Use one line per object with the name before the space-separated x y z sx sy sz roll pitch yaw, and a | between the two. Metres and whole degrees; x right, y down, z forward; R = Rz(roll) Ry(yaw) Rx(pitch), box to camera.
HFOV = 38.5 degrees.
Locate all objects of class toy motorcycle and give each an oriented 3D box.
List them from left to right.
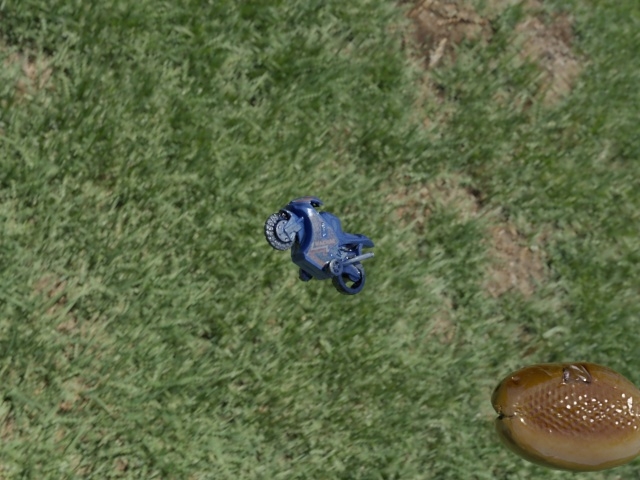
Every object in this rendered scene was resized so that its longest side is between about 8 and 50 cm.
toy motorcycle | 0.000 0.000 1.378 0.205 0.076 0.114 34 60 -32

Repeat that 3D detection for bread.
bread | 0.251 0.180 0.940 0.189 0.077 0.114 5 71 -19
